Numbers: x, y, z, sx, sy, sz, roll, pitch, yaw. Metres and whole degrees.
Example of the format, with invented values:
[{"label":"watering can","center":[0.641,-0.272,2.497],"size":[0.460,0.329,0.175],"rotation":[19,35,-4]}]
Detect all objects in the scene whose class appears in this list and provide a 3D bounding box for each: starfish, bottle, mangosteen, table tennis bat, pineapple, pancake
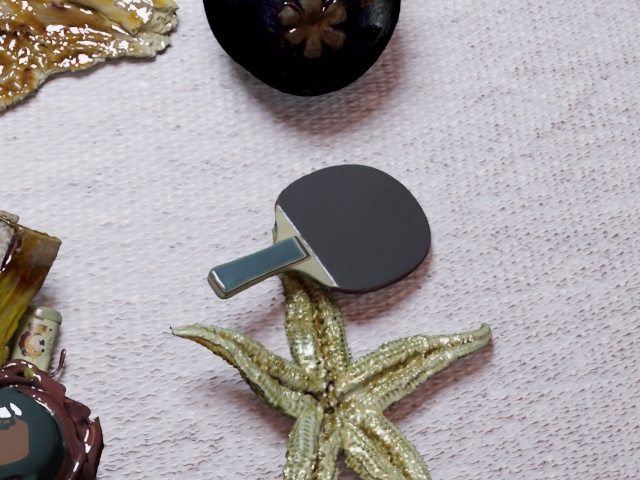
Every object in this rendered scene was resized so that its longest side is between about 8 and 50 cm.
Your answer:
[{"label":"starfish","center":[0.004,0.167,1.264],"size":[0.347,0.078,0.358],"rotation":[32,56,-4]},{"label":"bottle","center":[-0.290,0.118,1.268],"size":[0.063,0.047,0.101],"rotation":[7,72,5]},{"label":"mangosteen","center":[-0.024,-0.278,1.360],"size":[0.243,0.243,0.243],"rotation":[2,72,-7]},{"label":"table tennis bat","center":[0.000,0.000,1.320],"size":[0.274,0.021,0.154],"rotation":[-23,68,-34]},{"label":"pineapple","center":[-0.352,0.029,1.238],"size":[0.186,0.114,0.236],"rotation":[-31,77,12]},{"label":"pancake","center":[-0.313,-0.225,1.372],"size":[0.266,0.057,0.244],"rotation":[26,71,0]},{"label":"bottle","center":[-0.265,0.192,1.127],"size":[0.143,0.271,0.156],"rotation":[-11,74,-12]}]
